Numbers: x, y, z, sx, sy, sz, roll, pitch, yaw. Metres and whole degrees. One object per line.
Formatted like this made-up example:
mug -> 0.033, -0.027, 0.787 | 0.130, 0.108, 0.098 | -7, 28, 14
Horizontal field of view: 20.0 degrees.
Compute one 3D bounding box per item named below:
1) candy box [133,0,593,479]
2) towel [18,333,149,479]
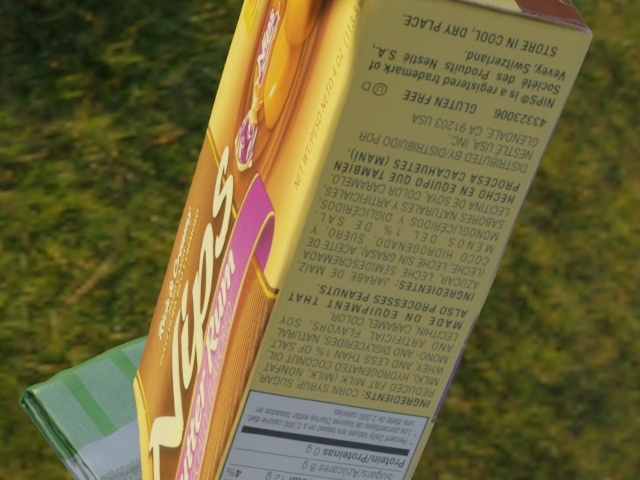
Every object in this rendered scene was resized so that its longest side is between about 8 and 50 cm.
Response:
candy box -> 0.000, 0.000, 0.450 | 0.053, 0.187, 0.109 | 11, 32, -16
towel -> -0.038, 0.103, 0.693 | 0.152, 0.023, 0.113 | 52, 33, 11
